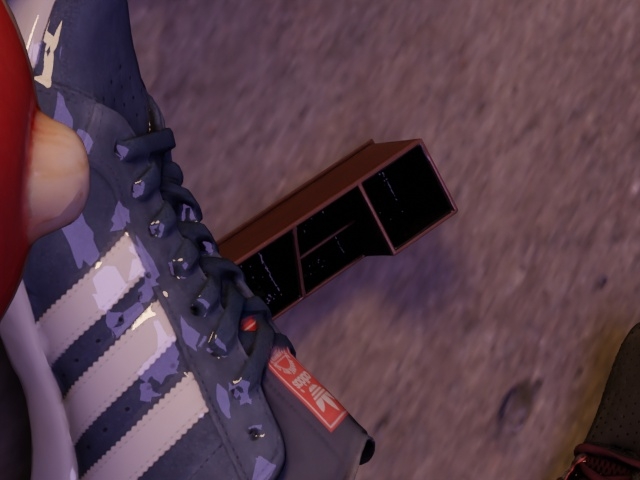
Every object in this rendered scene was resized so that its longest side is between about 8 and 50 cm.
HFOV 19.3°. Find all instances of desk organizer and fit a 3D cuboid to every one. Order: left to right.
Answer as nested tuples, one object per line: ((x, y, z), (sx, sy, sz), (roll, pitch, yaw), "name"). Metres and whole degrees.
((0.000, 0.000, 0.921), (0.130, 0.050, 0.047), (-34, 105, -25), "desk organizer")

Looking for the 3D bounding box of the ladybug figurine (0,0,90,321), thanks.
((-0.286, -0.024, 0.544), (0.449, 0.162, 0.305), (-3, 96, -18), "ladybug figurine")

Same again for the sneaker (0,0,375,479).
((-0.054, 0.048, 0.817), (0.131, 0.148, 0.350), (-35, 121, -70), "sneaker")

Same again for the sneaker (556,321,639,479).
((0.127, 0.171, 0.961), (0.163, 0.106, 0.281), (7, 86, -26), "sneaker")
